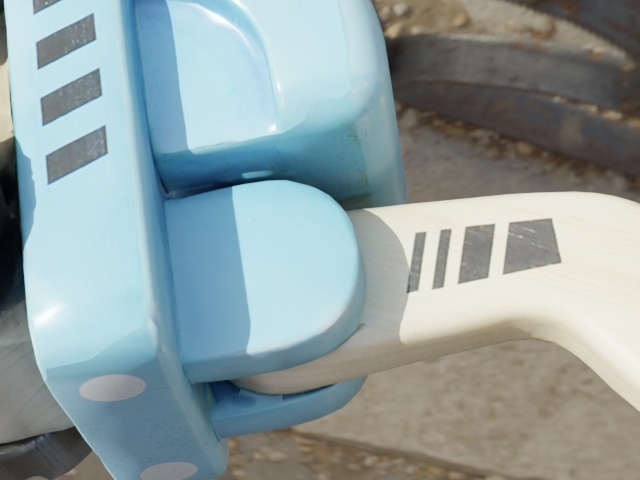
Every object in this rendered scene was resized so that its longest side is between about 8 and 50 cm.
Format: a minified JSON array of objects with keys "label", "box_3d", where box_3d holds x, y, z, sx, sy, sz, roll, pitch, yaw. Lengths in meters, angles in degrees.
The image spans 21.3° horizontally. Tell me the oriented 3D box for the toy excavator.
[{"label":"toy excavator","box_3d":[0.000,0.000,0.744,0.445,0.222,0.433,-12,62,3]}]
